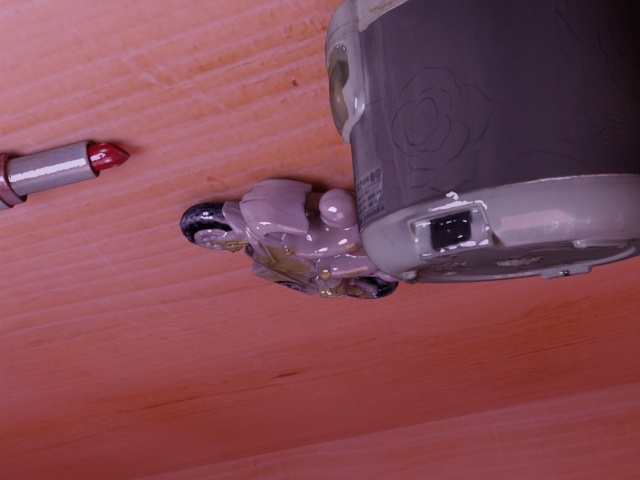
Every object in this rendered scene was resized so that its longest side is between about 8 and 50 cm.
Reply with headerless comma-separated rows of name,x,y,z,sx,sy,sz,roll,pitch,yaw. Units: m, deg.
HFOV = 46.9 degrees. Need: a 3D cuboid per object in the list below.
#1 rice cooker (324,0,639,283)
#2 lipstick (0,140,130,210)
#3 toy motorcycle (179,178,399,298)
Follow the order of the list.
rice cooker,0.154,-0.108,0.642,0.288,0.277,0.288,-6,169,-1
lipstick,-0.304,-0.081,0.826,0.186,0.057,0.063,-13,151,1
toy motorcycle,0.000,0.000,0.978,0.340,0.108,0.222,22,147,-30
